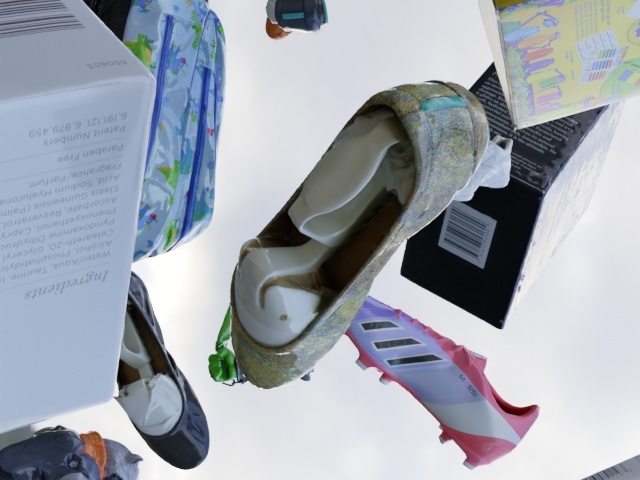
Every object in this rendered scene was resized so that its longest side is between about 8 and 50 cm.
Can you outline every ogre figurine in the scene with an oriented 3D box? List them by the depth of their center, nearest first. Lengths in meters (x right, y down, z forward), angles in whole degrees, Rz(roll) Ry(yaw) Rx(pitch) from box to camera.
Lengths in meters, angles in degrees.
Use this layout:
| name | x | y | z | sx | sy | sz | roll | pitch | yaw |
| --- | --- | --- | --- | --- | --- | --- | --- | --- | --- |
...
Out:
| name | x | y | z | sx | sy | sz | roll | pitch | yaw |
| --- | --- | --- | --- | --- | --- | --- | --- | --- | --- |
| ogre figurine | -0.045 | 0.088 | 1.715 | 0.197 | 0.118 | 0.097 | -64 | 172 | -51 |

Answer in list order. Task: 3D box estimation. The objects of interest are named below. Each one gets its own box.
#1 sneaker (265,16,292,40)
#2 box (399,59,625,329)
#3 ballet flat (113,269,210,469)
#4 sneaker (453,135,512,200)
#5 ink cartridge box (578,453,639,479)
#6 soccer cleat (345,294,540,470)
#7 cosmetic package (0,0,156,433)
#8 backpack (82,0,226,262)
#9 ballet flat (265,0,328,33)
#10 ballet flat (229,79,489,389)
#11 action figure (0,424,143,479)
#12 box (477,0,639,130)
| name | x | y | z | sx | sy | sz | roll | pitch | yaw |
| --- | --- | --- | --- | --- | --- | --- | --- | --- | --- |
| sneaker | -0.040 | -0.337 | 1.938 | 0.064 | 0.067 | 0.175 | -1 | -118 | 39 |
| box | 0.269 | -0.092 | 2.094 | 0.183 | 0.294 | 0.296 | 29 | -38 | 17 |
| ballet flat | -0.231 | 0.164 | 1.899 | 0.095 | 0.096 | 0.280 | -30 | -102 | 14 |
| sneaker | 0.174 | -0.087 | 1.745 | 0.054 | 0.152 | 0.061 | 26 | -61 | 28 |
| ink cartridge box | 0.379 | 0.337 | 1.643 | 0.056 | 0.181 | 0.224 | -128 | -164 | -69 |
| soccer cleat | 0.109 | 0.120 | 1.491 | 0.095 | 0.248 | 0.083 | -43 | -172 | 10 |
| cosmetic package | -0.389 | -0.046 | 1.428 | 0.329 | 0.327 | 0.393 | 45 | -44 | 38 |
| backpack | -0.247 | -0.151 | 1.900 | 0.290 | 0.273 | 0.355 | -24 | -136 | 46 |
| ballet flat | -0.028 | -0.270 | 1.699 | 0.203 | 0.074 | 0.074 | -91 | -165 | -74 |
| ballet flat | 0.000 | 0.000 | 1.244 | 0.348 | 0.123 | 0.123 | -49 | -138 | 30 |
| action figure | -0.349 | 0.321 | 1.767 | 0.341 | 0.330 | 0.178 | 40 | -45 | 43 |
| box | 0.294 | -0.272 | 1.478 | 0.290 | 0.279 | 0.177 | 61 | 15 | -69 |
